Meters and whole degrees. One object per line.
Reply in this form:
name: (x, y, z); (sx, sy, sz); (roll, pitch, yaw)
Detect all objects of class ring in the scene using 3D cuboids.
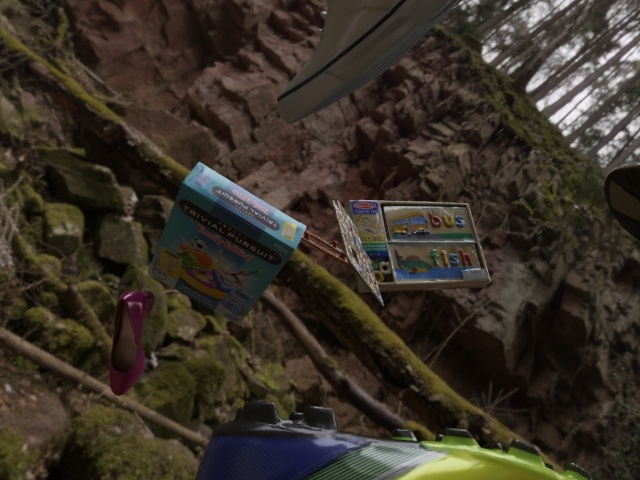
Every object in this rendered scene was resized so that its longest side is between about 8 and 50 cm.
ring: (0.000, 0.000, 1.744); (0.336, 0.032, 0.336); (30, 5, -3)

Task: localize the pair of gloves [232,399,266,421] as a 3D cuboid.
pair of gloves: (-0.135, 0.318, 0.919); (0.010, 0.074, 0.083); (46, -47, 20)

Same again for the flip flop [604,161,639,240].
flip flop: (0.445, -0.044, 0.521); (0.277, 0.080, 0.112); (2, -55, 43)

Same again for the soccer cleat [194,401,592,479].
soccer cleat: (0.059, 0.188, 0.346); (0.288, 0.121, 0.093); (11, -25, -8)

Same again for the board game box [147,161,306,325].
board game box: (-0.219, 0.025, 1.123); (0.253, 0.079, 0.336); (31, -45, -7)

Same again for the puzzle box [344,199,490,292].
puzzle box: (0.285, 0.011, 1.507); (0.052, 0.408, 0.272); (123, -38, -59)

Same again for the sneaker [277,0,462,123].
sneaker: (0.043, -0.204, 0.453); (0.258, 0.094, 0.091); (-33, -86, 34)

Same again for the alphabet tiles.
alphabet tiles: (0.085, 0.017, 1.218); (0.198, 0.009, 0.237); (51, 19, -43)

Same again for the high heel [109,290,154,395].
high heel: (-0.422, 0.224, 1.092); (0.082, 0.244, 0.117); (22, 2, 9)
